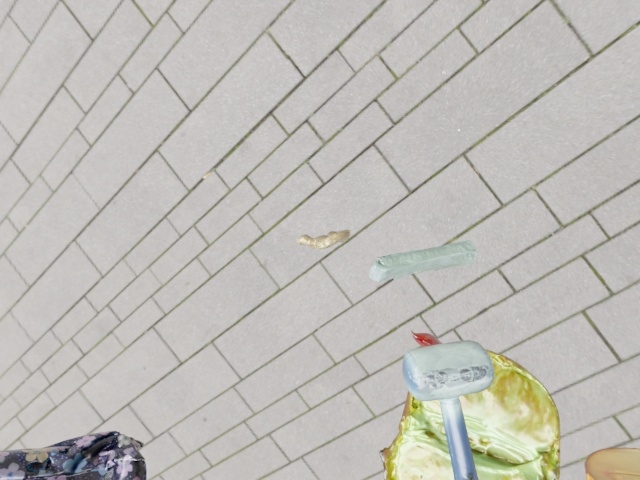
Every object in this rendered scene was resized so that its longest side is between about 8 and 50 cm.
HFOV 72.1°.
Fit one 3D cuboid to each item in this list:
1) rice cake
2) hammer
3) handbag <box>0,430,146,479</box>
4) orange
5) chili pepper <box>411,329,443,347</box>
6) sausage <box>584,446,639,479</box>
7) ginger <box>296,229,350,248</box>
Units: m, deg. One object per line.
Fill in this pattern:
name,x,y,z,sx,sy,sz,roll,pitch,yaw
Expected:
rice cake,0.295,0.059,1.264,0.336,0.063,0.066,-8,139,-17
hammer,0.178,0.233,0.575,0.116,0.069,0.194,-10,83,-2
handbag,-0.272,0.299,0.399,0.126,0.207,0.229,-12,72,57
orange,0.272,0.370,0.770,0.262,0.335,0.196,-2,146,38
chili pepper,0.403,0.423,1.653,0.137,0.092,0.369,4,140,13
sausage,0.828,0.723,1.132,0.233,0.233,0.287,-8,95,19
ginger,0.014,-0.003,1.669,0.258,0.149,0.065,-6,96,55
